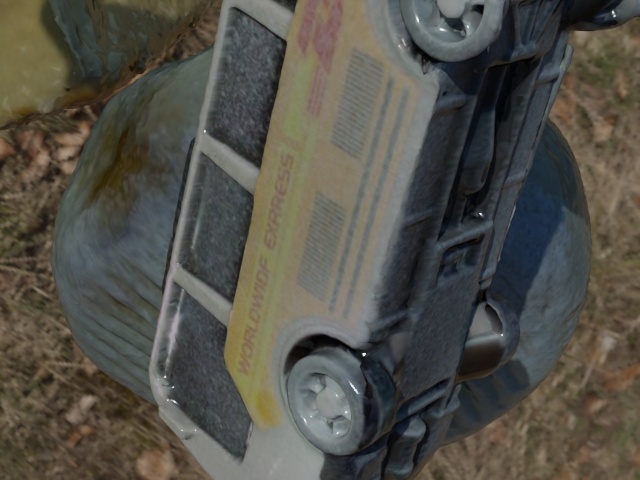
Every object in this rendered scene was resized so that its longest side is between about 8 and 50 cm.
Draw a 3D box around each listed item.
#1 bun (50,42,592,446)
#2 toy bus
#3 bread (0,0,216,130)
[{"bbox_3d":[0.000,0.000,0.789,0.362,0.362,0.211,50,32,-42],"label":"bun"},{"bbox_3d":[0.019,-0.042,0.436,0.097,0.138,0.342,-21,137,-45],"label":"toy bus"},{"bbox_3d":[-0.328,-0.259,1.101,0.390,0.371,0.279,-56,132,-59],"label":"bread"}]
